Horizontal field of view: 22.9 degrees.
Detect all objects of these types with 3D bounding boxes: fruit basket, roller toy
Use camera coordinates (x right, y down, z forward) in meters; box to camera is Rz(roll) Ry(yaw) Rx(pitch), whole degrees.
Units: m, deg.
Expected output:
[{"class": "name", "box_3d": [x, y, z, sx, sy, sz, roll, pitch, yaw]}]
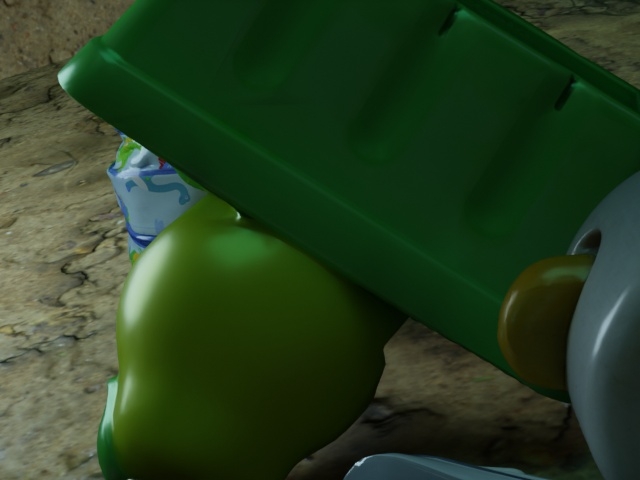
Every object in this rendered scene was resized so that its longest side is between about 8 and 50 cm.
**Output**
[{"class": "fruit basket", "box_3d": [0.000, 0.000, 1.009, 0.392, 0.392, 0.283, -10, 9, 12]}, {"class": "roller toy", "box_3d": [0.216, 0.053, 0.802, 0.209, 0.191, 0.146, -36, 17, 11]}]

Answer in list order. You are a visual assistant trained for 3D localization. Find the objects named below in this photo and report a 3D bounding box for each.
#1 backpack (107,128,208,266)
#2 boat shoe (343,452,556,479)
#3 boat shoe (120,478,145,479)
[{"class": "backpack", "box_3d": [-0.028, -0.076, 1.314, 0.290, 0.273, 0.355, 5, 39, 30]}, {"class": "boat shoe", "box_3d": [0.126, 0.153, 0.740, 0.258, 0.095, 0.084, 21, 11, 41]}, {"class": "boat shoe", "box_3d": [-0.058, 0.165, 0.839, 0.257, 0.095, 0.095, 2, 19, 41]}]
